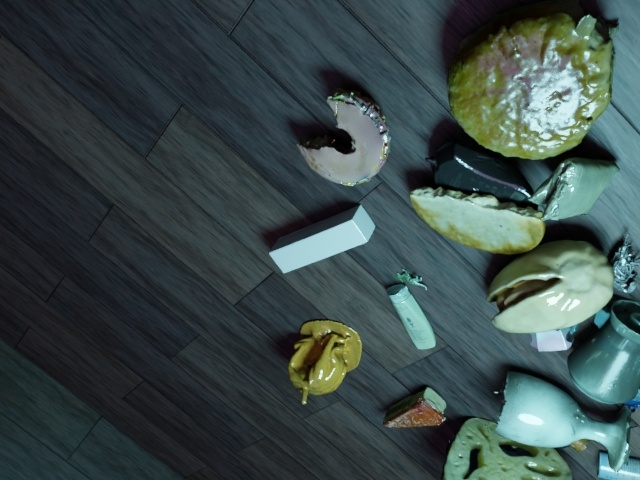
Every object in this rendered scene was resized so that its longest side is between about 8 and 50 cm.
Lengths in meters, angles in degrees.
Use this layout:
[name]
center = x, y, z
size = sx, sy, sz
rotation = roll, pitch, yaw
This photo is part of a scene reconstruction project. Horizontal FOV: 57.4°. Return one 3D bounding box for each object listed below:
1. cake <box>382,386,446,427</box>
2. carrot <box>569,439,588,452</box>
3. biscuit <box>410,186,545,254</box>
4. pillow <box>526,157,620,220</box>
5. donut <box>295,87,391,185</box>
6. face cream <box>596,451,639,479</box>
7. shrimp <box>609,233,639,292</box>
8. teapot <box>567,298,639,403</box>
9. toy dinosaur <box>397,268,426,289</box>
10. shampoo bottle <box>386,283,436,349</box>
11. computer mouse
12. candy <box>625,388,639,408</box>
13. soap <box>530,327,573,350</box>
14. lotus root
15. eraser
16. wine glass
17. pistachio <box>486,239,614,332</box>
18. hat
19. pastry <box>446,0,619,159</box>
[cake]
center = 0.309, 0.552, 1.854
size = 0.116, 0.086, 0.220
rotation = 38, 131, -4
[carrot]
center = 0.674, 0.524, 1.695
size = 0.224, 0.057, 0.057
rotation = 38, 132, 2
[biscuit]
center = 0.366, -0.041, 1.347
size = 0.308, 0.040, 0.205
rotation = 15, 155, 32
[pillow]
center = 0.526, -0.108, 1.197
size = 0.078, 0.181, 0.134
rotation = 55, 134, 35
[donut]
center = 0.068, -0.233, 1.357
size = 0.199, 0.085, 0.233
rotation = 38, 131, -5
[face cream]
center = 0.918, 0.666, 1.668
size = 0.229, 0.075, 0.075
rotation = 7, 128, 21
[shrimp]
center = 0.686, 0.054, 1.314
size = 0.065, 0.057, 0.165
rotation = 19, 143, 31
[teapot]
center = 0.703, 0.256, 1.408
size = 0.203, 0.170, 0.225
rotation = 40, 132, 33
[toy dinosaur]
center = 0.245, 0.111, 1.586
size = 0.062, 0.021, 0.083
rotation = -18, 113, 42
[shampoo bottle]
center = 0.256, 0.216, 1.642
size = 0.072, 0.049, 0.212
rotation = -16, 117, 38
[computer mouse]
center = 0.359, -0.142, 1.292
size = 0.264, 0.088, 0.147
rotation = 25, 157, 2
[candy]
center = 0.800, 0.401, 1.539
size = 0.136, 0.038, 0.088
rotation = 25, 138, -5
[soap]
center = 0.570, 0.232, 1.442
size = 0.100, 0.149, 0.056
rotation = -10, 89, 28
[lotus root]
center = 0.527, 0.685, 1.697
size = 0.390, 0.375, 0.111
rotation = -8, 132, -16
[eraser]
center = 0.000, -0.001, 1.575
size = 0.298, 0.076, 0.078
rotation = -22, 113, 35
[wine glass]
center = 0.640, 0.481, 1.578
size = 0.356, 0.190, 0.191
rotation = 12, 130, 16
[pistachio]
center = 0.520, 0.114, 1.358
size = 0.213, 0.194, 0.318
rotation = 4, 157, -32
[hat]
center = -0.003, 0.406, 1.788
size = 0.244, 0.233, 0.233
rotation = -21, 116, 37
[pastry]
center = 0.404, -0.293, 1.120
size = 0.329, 0.136, 0.330
rotation = 12, 129, 15
